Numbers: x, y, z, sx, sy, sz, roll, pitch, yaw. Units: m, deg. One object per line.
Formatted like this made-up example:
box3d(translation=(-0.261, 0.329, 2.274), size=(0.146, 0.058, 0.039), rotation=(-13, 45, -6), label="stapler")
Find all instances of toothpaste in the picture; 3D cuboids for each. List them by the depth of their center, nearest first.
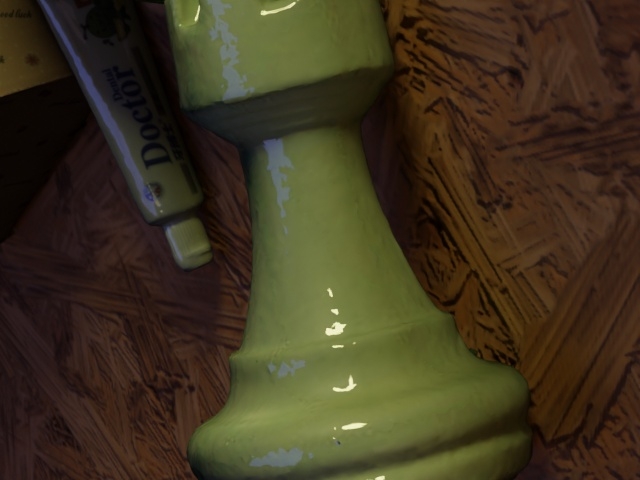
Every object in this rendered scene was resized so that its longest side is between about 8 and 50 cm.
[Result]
box3d(translation=(-0.131, -0.099, 1.262), size=(0.255, 0.067, 0.037), rotation=(67, 164, -4), label="toothpaste")

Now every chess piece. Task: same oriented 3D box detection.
box3d(translation=(0.000, 0.000, 1.052), size=(0.194, 0.195, 0.299), rotation=(-11, 91, 54), label="chess piece")

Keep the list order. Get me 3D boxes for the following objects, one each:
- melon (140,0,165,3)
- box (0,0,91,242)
box3d(translation=(-0.155, -0.239, 1.162), size=(0.169, 0.129, 0.265), rotation=(-33, 82, 57), label="melon")
box3d(translation=(-0.311, -0.125, 1.369), size=(0.225, 0.190, 0.297), rotation=(59, 145, 11), label="box")
